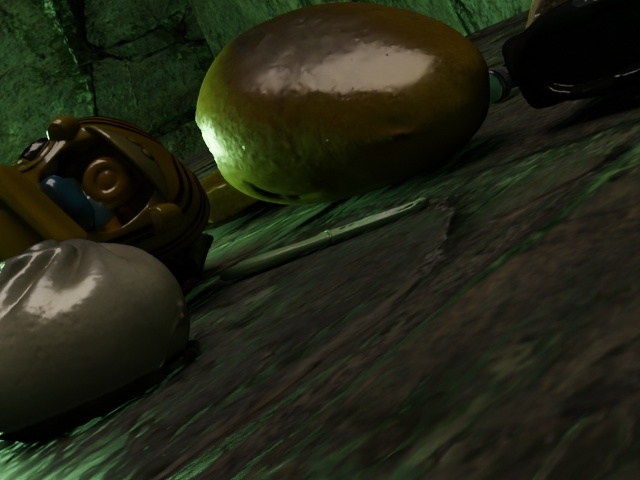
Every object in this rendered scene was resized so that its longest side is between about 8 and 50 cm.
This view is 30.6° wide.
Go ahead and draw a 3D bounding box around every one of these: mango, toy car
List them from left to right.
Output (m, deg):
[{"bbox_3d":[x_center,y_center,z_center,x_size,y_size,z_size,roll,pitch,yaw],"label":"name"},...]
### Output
[{"bbox_3d":[-0.197,-0.027,1.003,0.248,0.200,0.142,-39,-13,-53],"label":"toy car"},{"bbox_3d":[0.021,-0.149,1.235,0.365,0.182,0.253,4,43,50],"label":"mango"}]

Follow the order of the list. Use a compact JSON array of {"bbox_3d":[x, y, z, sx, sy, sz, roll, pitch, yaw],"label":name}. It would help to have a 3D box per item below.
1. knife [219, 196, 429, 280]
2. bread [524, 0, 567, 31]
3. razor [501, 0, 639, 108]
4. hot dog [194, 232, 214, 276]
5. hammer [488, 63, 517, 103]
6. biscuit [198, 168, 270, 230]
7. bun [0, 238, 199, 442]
[{"bbox_3d":[0.000,0.000,1.029,0.207,0.014,0.030,-20,10,21],"label":"knife"},{"bbox_3d":[0.320,-0.340,1.720,0.105,0.152,0.077,-18,9,10],"label":"bread"},{"bbox_3d":[0.333,-0.227,1.126,0.204,0.113,0.349,-17,14,46],"label":"razor"},{"bbox_3d":[-0.212,0.027,1.218,0.162,0.082,0.270,-27,8,-27],"label":"hot dog"},{"bbox_3d":[0.378,-0.247,1.375,0.152,0.044,0.427,-31,12,-39],"label":"hammer"},{"bbox_3d":[-0.064,-0.086,1.549,0.287,0.057,0.344,-20,10,22],"label":"biscuit"},{"bbox_3d":[-0.183,0.059,0.834,0.173,0.120,0.173,-25,7,3],"label":"bun"}]
